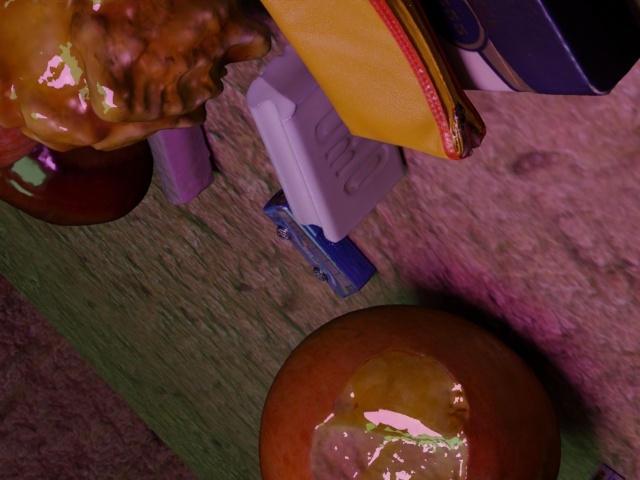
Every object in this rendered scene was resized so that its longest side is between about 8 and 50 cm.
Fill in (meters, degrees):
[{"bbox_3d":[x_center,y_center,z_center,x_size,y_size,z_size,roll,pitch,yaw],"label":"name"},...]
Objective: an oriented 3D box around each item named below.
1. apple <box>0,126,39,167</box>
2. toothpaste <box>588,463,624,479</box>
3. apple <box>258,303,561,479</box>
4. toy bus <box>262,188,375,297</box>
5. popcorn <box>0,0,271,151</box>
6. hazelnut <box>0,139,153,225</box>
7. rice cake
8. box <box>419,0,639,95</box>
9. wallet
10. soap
[{"bbox_3d":[-0.403,-0.160,1.760,0.146,0.131,0.146,32,144,27],"label":"apple"},{"bbox_3d":[0.333,0.323,1.724,0.034,0.046,0.164,38,160,24],"label":"toothpaste"},{"bbox_3d":[0.091,0.230,1.589,0.339,0.339,0.339,39,160,17],"label":"apple"},{"bbox_3d":[0.000,0.000,1.734,0.153,0.051,0.061,49,148,-13],"label":"toy bus"},{"bbox_3d":[-0.197,-0.235,1.338,0.290,0.325,0.321,40,-155,2],"label":"popcorn"},{"bbox_3d":[-0.342,-0.113,1.950,0.229,0.229,0.229,39,160,17],"label":"hazelnut"},{"bbox_3d":[-0.192,-0.166,1.753,0.056,0.073,0.365,37,158,28],"label":"rice cake"},{"bbox_3d":[0.108,-0.190,1.071,0.168,0.071,0.259,54,160,-24],"label":"box"},{"bbox_3d":[0.033,-0.165,1.086,0.141,0.067,0.241,19,153,45],"label":"wallet"},{"bbox_3d":[0.008,-0.105,1.384,0.066,0.119,0.198,29,156,34],"label":"soap"}]
